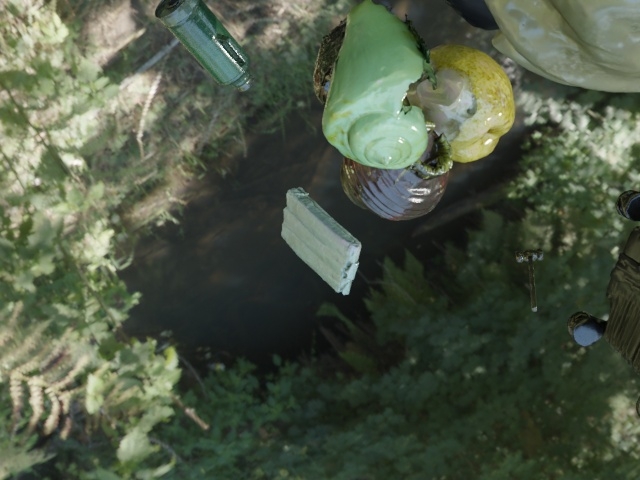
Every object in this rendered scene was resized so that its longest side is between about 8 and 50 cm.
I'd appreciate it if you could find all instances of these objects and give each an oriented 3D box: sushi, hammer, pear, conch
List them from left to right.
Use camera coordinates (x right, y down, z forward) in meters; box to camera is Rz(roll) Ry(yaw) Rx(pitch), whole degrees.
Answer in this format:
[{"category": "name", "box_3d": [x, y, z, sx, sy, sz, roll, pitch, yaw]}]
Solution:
[{"category": "sushi", "box_3d": [0.067, -0.376, 1.556, 0.136, 0.225, 0.126, 34, 139, -19]}, {"category": "conch", "box_3d": [0.082, -0.210, 0.963, 0.143, 0.137, 0.250, 85, 15, -73]}, {"category": "pear", "box_3d": [0.307, -0.307, 1.690, 0.271, 0.271, 0.271, -28, 147, -20]}, {"category": "hammer", "box_3d": [0.425, 0.078, 1.504, 0.058, 0.029, 0.292, -9, -163, 17]}]

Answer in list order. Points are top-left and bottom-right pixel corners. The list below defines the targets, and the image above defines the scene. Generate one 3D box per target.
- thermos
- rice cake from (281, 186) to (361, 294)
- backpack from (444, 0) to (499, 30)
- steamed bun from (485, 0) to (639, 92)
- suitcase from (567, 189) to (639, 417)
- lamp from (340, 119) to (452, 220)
[{"category": "thermos", "box_3d": [-0.168, -0.312, 1.173, 0.083, 0.073, 0.187, -21, 137, 24]}, {"category": "rice cake", "box_3d": [0.000, 0.000, 1.416, 0.038, 0.211, 0.124, -13, 128, -36]}, {"category": "backpack", "box_3d": [0.381, -0.670, 1.507, 0.363, 0.255, 0.445, 14, 76, -50]}, {"category": "steamed bun", "box_3d": [0.318, -0.315, 0.834, 0.342, 0.367, 0.255, -29, 153, -18]}, {"category": "suitcase", "box_3d": [0.394, 0.084, 0.560, 0.229, 0.335, 0.152, -60, 167, -79]}, {"category": "lamp", "box_3d": [0.159, -0.157, 1.524, 0.247, 0.247, 0.247, -28, 147, -20]}]
